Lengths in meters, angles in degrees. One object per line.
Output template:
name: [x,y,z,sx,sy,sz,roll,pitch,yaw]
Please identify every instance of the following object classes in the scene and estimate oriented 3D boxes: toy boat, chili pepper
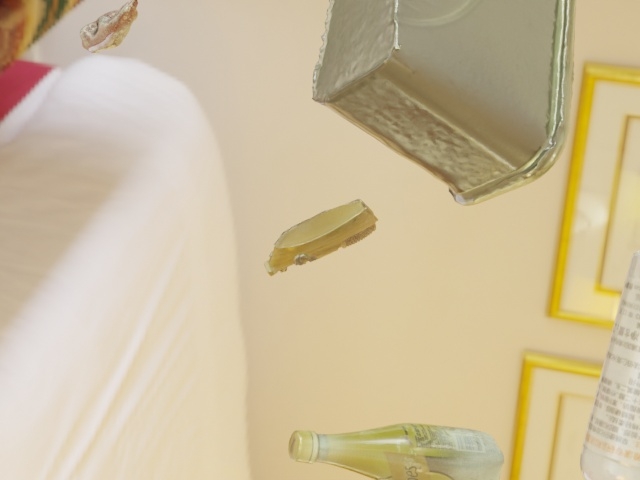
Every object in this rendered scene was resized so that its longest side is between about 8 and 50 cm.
toy boat: [0.000,0.000,1.422,0.047,0.149,0.049,59,-7,46]
chili pepper: [-0.252,-0.257,1.426,0.041,0.153,0.050,17,74,-35]

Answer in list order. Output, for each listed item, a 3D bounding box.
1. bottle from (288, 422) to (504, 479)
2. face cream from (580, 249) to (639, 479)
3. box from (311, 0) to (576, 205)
bottle: [0.089,0.259,1.415,0.083,0.269,0.083,-172,-90,-69]
face cream: [0.289,0.146,1.069,0.082,0.082,0.269,-11,115,-76]
box: [0.106,-0.187,0.954,0.178,0.138,0.274,25,58,-31]
